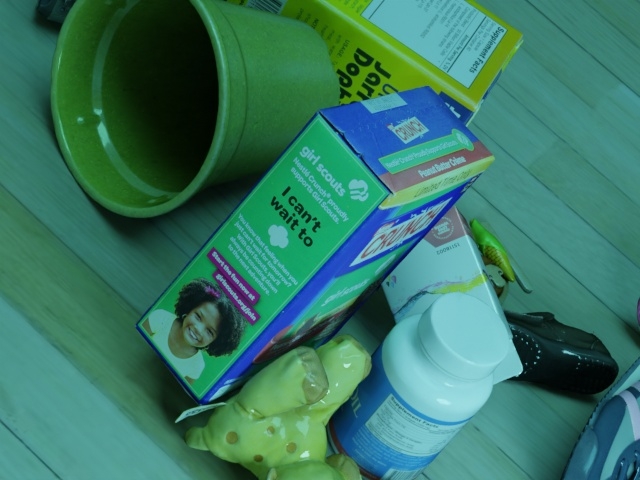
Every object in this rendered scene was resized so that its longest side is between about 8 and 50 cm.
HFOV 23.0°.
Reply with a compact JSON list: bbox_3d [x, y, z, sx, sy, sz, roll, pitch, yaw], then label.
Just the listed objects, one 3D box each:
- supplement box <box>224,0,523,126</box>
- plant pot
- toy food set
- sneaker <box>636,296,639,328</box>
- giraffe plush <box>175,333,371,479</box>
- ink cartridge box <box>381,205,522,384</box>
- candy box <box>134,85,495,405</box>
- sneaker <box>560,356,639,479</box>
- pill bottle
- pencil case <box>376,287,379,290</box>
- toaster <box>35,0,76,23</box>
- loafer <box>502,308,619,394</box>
[{"bbox_3d":[0.041,-0.249,1.990,0.356,0.195,0.194,35,43,1],"label":"supplement box"},{"bbox_3d":[-0.123,-0.169,1.795,0.254,0.276,0.276,-6,55,-50],"label":"plant pot"},{"bbox_3d":[0.180,0.028,1.940,0.192,0.038,0.132,-15,62,-40],"label":"toy food set"},{"bbox_3d":[0.515,0.123,2.028,0.252,0.103,0.111,31,38,-14],"label":"sneaker"},{"bbox_3d":[-0.021,0.216,1.566,0.210,0.181,0.170,-21,73,-33],"label":"giraffe plush"},{"bbox_3d":[0.143,0.076,1.790,0.067,0.115,0.198,39,29,-70],"label":"ink cartridge box"},{"bbox_3d":[0.000,0.000,1.604,0.122,0.317,0.268,46,27,13],"label":"candy box"},{"bbox_3d":[0.384,0.229,1.812,0.131,0.112,0.319,27,40,23],"label":"sneaker"},{"bbox_3d":[0.105,0.153,1.645,0.124,0.221,0.124,17,45,-18],"label":"pill bottle"},{"bbox_3d":[0.001,0.011,1.819,0.151,0.070,0.064,48,31,12],"label":"pencil case"},{"bbox_3d":[-0.259,-0.348,1.946,0.146,0.129,0.227,20,42,-21],"label":"toaster"},{"bbox_3d":[0.249,0.123,1.880,0.220,0.080,0.078,20,33,-19],"label":"loafer"}]
